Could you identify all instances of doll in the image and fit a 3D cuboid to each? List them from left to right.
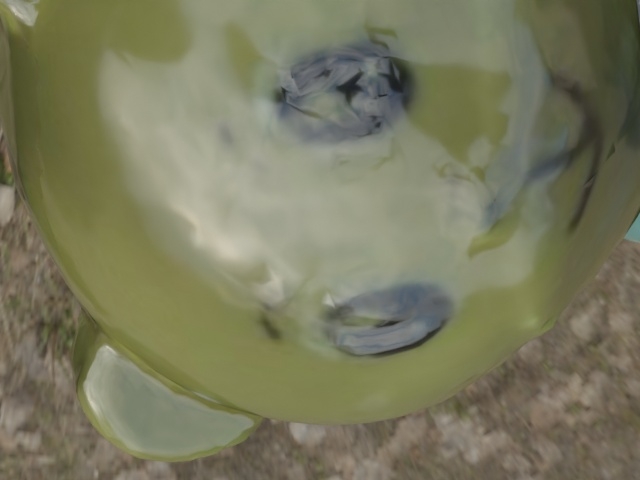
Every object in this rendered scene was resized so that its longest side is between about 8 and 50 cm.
[{"bbox_3d":[0.045,-0.057,0.428,0.261,0.161,0.177,-23,123,-19],"label":"doll"}]
